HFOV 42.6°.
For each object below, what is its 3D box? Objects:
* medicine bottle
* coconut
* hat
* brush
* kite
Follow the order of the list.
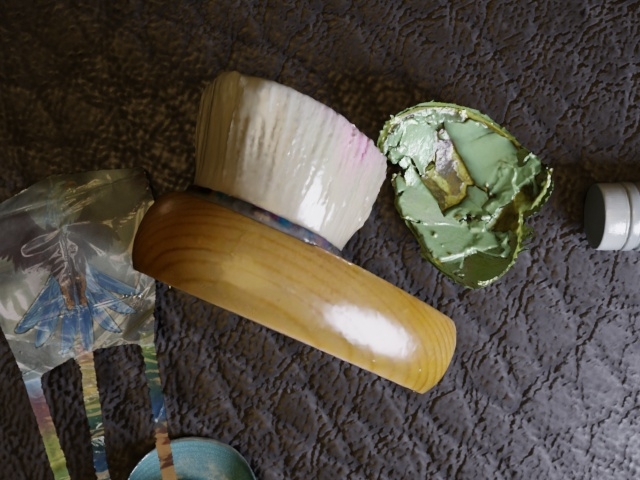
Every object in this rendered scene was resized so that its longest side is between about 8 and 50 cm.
[{"bbox_3d":[0.273,-0.020,0.684,0.091,0.058,0.058,0,91,0],"label":"medicine bottle"},{"bbox_3d":[0.122,-0.041,0.686,0.133,0.055,0.158,-14,93,-4],"label":"coconut"},{"bbox_3d":[-0.113,0.266,0.681,0.138,0.078,0.191,0,91,4],"label":"hat"},{"bbox_3d":[0.000,0.000,0.640,0.267,0.174,0.166,27,82,-8],"label":"brush"},{"bbox_3d":[-0.185,0.085,0.679,0.169,0.015,0.310,-22,78,1],"label":"kite"}]
